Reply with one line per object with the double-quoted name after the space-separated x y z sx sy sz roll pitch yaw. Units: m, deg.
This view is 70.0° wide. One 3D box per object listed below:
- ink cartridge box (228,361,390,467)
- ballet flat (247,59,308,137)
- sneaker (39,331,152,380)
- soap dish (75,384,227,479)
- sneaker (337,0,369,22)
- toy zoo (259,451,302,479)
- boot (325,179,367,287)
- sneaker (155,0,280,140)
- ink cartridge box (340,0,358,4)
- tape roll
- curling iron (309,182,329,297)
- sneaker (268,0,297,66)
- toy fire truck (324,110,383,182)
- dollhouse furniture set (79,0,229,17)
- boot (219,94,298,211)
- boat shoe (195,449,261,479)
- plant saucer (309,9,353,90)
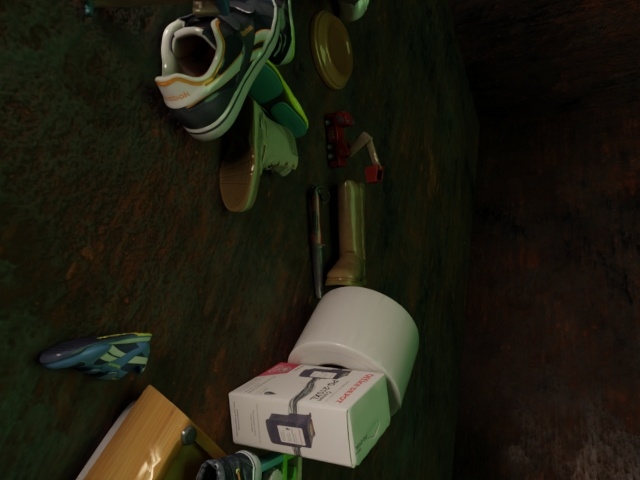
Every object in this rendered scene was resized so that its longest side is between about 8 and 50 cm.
-0.015 0.300 0.821 0.172 0.237 0.100 -12 98 -61 "ink cartridge box"
-0.096 -0.298 0.919 0.231 0.077 0.077 45 28 -54 "ballet flat"
-0.271 0.149 0.568 0.144 0.053 0.059 8 82 -59 "sneaker"
-0.219 0.371 0.574 0.228 0.118 0.290 65 37 -35 "soap dish"
0.040 -0.720 1.185 0.129 0.111 0.296 -33 113 -40 "sneaker"
-0.124 0.503 0.821 0.293 0.030 0.192 14 75 -59 "toy zoo"
0.065 -0.018 1.148 0.236 0.089 0.269 12 78 -78 "boot"
-0.159 -0.325 0.738 0.127 0.126 0.320 53 45 -53 "sneaker"
0.084 -0.697 0.973 0.309 0.130 0.271 -138 -126 -70 "ink cartridge box"
0.073 0.244 0.980 0.169 0.246 0.246 -56 134 -46 "tape roll"
0.000 0.000 1.085 0.068 0.035 0.273 3 85 -61 "curling iron"
-0.104 -0.454 0.891 0.097 0.084 0.234 -45 125 -50 "sneaker"
0.085 -0.236 1.157 0.047 0.135 0.191 -11 97 -61 "toy fire truck"
-0.266 -0.400 0.493 0.303 0.287 0.197 84 3 -81 "dollhouse furniture set"
-0.109 -0.143 0.866 0.165 0.077 0.213 22 68 -61 "boot"
-0.123 0.362 0.565 0.083 0.065 0.183 27 59 -54 "boat shoe"
0.037 -0.498 1.197 0.200 0.037 0.199 11 77 -60 "plant saucer"
